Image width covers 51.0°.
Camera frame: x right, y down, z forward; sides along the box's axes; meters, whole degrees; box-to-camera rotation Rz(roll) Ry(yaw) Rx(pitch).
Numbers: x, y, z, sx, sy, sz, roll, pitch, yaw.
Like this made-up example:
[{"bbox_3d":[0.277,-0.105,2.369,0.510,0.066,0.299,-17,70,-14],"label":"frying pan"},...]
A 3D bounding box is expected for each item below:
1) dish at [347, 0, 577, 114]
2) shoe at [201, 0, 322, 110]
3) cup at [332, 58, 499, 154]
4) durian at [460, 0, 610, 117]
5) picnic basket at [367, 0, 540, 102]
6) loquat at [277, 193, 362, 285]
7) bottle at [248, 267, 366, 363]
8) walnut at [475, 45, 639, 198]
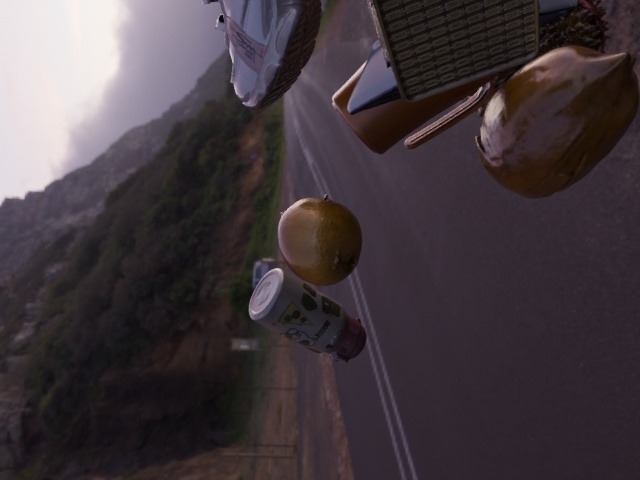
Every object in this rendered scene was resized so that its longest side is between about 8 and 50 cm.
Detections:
[{"bbox_3d":[0.150,-0.244,0.795,0.243,0.182,0.080,-20,94,48],"label":"dish"},{"bbox_3d":[-0.100,-0.399,1.098,0.172,0.198,0.351,-49,-19,-65],"label":"shoe"},{"bbox_3d":[0.169,-0.264,1.133,0.264,0.226,0.182,-40,39,14],"label":"cup"},{"bbox_3d":[0.406,-0.414,1.383,0.347,0.347,0.384,112,172,-67],"label":"durian"},{"bbox_3d":[0.086,-0.186,0.468,0.164,0.115,0.079,58,-165,-56],"label":"picnic basket"},{"bbox_3d":[0.000,0.000,1.051,0.141,0.141,0.141,-176,90,-83],"label":"loquat"},{"bbox_3d":[-0.015,0.164,1.376,0.120,0.253,0.120,-43,27,29],"label":"bottle"},{"bbox_3d":[0.376,-0.196,1.055,0.336,0.209,0.209,123,150,-65],"label":"walnut"}]
